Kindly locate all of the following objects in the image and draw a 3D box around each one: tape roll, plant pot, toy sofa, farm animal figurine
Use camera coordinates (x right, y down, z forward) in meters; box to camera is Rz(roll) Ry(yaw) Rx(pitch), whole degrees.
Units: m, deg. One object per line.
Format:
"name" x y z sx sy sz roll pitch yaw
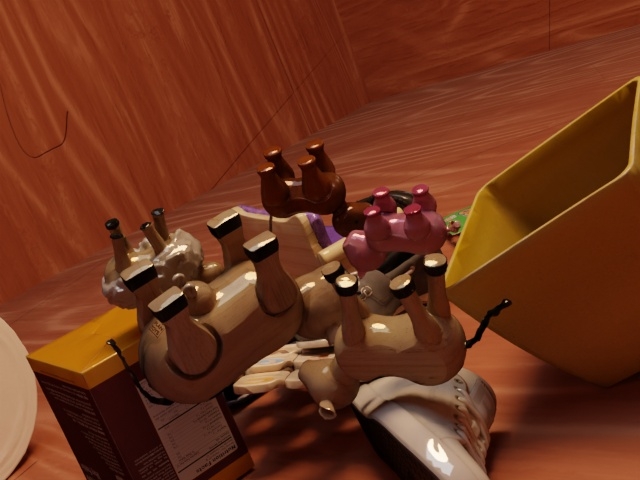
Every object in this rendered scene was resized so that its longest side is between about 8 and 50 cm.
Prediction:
"tape roll" -0.532 0.221 1.261 0.100 0.286 0.286 -12 16 34
"plant pot" 0.270 0.010 0.880 0.212 0.187 0.212 -37 12 35
"toy sofa" 0.000 0.000 1.497 0.150 0.177 0.362 -28 13 -20
"farm animal figurine" -0.031 0.064 0.870 0.326 0.172 0.330 -22 32 -7

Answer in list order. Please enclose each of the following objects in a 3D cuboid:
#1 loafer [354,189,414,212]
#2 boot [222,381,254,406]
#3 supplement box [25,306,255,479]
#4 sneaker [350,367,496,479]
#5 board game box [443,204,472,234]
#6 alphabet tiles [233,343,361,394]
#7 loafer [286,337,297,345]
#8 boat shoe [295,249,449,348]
"loafer" 0.125 -0.064 1.749 0.078 0.080 0.220 -31 15 -30
"boot" -0.165 0.202 1.194 0.190 0.069 0.086 -27 11 -27
"supplement box" -0.204 0.190 1.033 0.129 0.194 0.191 -30 15 -31
"sneaker" 0.112 0.162 0.818 0.123 0.106 0.290 -27 12 -7
"board game box" 0.324 -0.060 1.508 0.259 0.039 0.124 -20 12 -2
"alphabet tiles" 0.004 0.136 1.087 0.284 0.021 0.278 -7 2 8
"loafer" -0.118 0.137 1.321 0.302 0.095 0.109 -22 13 4
"boat shoe" 0.064 0.057 1.186 0.112 0.096 0.335 -11 4 35
